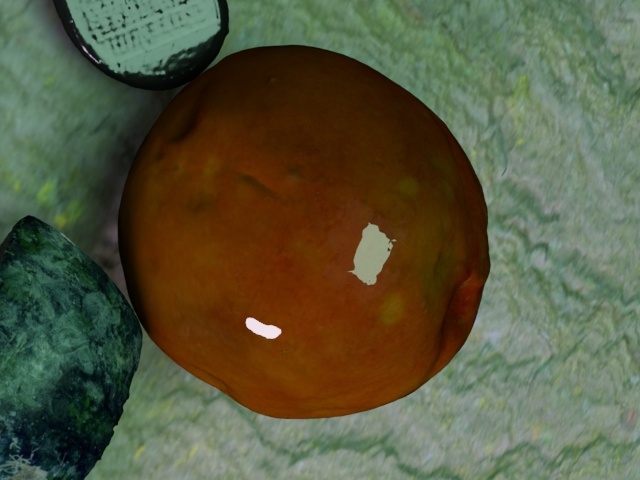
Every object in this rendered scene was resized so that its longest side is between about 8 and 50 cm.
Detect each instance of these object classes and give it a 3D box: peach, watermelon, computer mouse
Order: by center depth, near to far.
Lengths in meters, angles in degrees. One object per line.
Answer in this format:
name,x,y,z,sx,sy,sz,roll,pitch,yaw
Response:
watermelon,-0.258,0.147,0.783,0.148,0.226,0.318,32,81,-28
computer mouse,-0.180,-0.261,0.864,0.147,0.088,0.264,-23,116,-16
peach,0.000,0.000,0.885,0.343,0.301,0.343,-32,129,-52
